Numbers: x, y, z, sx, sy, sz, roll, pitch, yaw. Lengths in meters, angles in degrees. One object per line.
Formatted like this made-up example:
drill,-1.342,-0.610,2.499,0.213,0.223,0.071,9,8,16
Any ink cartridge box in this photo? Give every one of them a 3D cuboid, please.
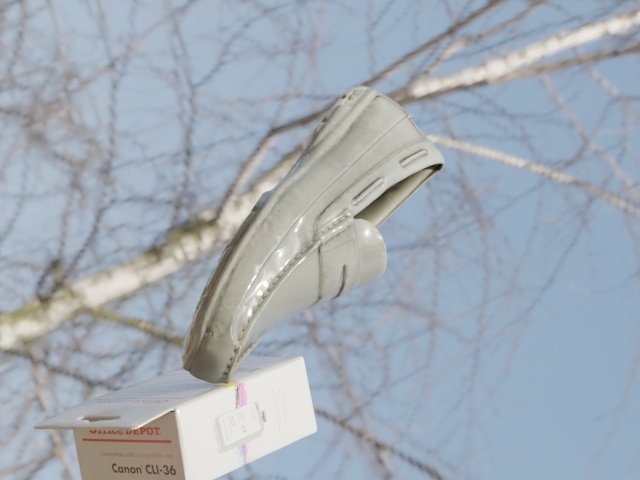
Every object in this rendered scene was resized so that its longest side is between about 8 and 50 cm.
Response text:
ink cartridge box,-0.109,0.144,1.279,0.115,0.198,0.067,-5,-83,39

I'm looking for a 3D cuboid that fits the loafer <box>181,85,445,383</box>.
loafer,0.000,0.000,1.320,0.111,0.319,0.112,33,-36,4
